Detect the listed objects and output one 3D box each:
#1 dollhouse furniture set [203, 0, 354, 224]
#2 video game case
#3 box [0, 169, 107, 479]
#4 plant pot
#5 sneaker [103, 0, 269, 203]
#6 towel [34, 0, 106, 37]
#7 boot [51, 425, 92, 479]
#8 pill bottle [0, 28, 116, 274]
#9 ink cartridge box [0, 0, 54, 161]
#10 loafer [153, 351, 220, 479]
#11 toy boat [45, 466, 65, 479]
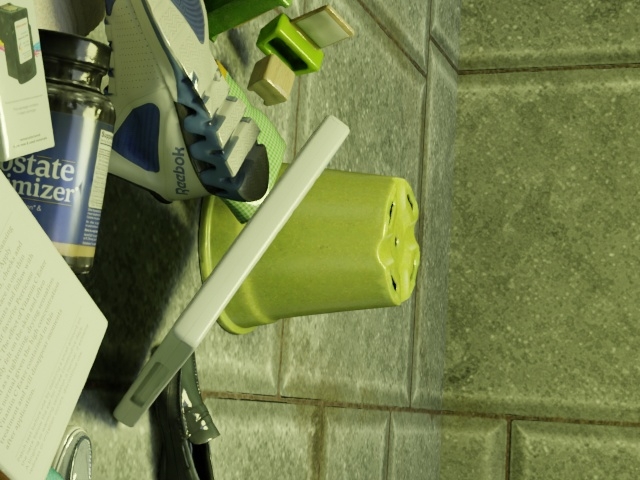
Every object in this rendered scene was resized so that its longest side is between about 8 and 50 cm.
[{"bbox_3d":[-0.070,-0.204,1.509,0.197,0.151,0.301,41,49,-34],"label":"dollhouse furniture set"},{"bbox_3d":[-0.105,0.041,1.314,0.329,0.036,0.300,-56,-176,-32],"label":"video game case"},{"bbox_3d":[-0.332,0.023,0.798,0.345,0.215,0.168,67,31,-47],"label":"box"},{"bbox_3d":[0.000,0.000,1.645,0.276,0.254,0.276,0,90,-70],"label":"plant pot"},{"bbox_3d":[-0.197,-0.160,1.242,0.127,0.182,0.315,-65,137,-58],"label":"sneaker"},{"bbox_3d":[-0.289,-0.316,1.148,0.187,0.049,0.282,-63,148,-49],"label":"towel"},{"bbox_3d":[-0.247,0.294,1.222,0.069,0.086,0.190,33,60,-66],"label":"boot"},{"bbox_3d":[-0.261,-0.083,1.088,0.123,0.123,0.219,9,89,-70],"label":"pill bottle"},{"bbox_3d":[-0.310,-0.158,0.981,0.072,0.127,0.175,-34,121,-63],"label":"ink cartridge box"},{"bbox_3d":[-0.163,0.237,1.459,0.076,0.078,0.223,-17,107,-69],"label":"loafer"},{"bbox_3d":[-0.277,0.341,1.022,0.267,0.148,0.318,46,41,-62],"label":"toy boat"}]
